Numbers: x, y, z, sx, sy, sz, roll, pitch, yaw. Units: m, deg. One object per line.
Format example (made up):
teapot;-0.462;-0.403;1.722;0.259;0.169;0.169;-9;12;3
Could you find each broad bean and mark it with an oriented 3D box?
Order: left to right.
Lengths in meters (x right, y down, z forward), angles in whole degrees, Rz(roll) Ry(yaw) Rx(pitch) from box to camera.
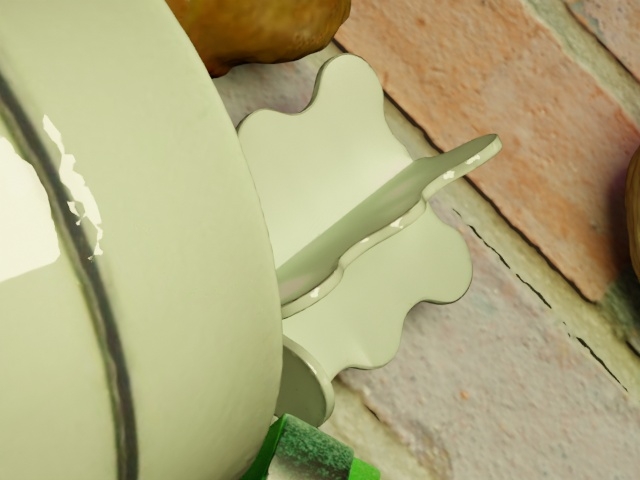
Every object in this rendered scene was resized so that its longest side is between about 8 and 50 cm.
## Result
broad bean;-0.091;-0.163;1.014;0.228;0.156;0.122;12;101;-30

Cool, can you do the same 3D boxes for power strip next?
power strip;-0.180;0.017;0.743;0.161;0.357;0.357;-29;80;-36

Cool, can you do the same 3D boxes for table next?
table;0.000;0.000;0.949;0.166;0.166;0.198;49;53;3

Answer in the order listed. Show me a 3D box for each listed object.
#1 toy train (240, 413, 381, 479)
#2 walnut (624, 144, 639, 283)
toy train;0.049;0.184;0.905;0.251;0.119;0.085;29;54;-11
walnut;0.323;-0.001;1.086;0.261;0.225;0.225;39;53;-4
